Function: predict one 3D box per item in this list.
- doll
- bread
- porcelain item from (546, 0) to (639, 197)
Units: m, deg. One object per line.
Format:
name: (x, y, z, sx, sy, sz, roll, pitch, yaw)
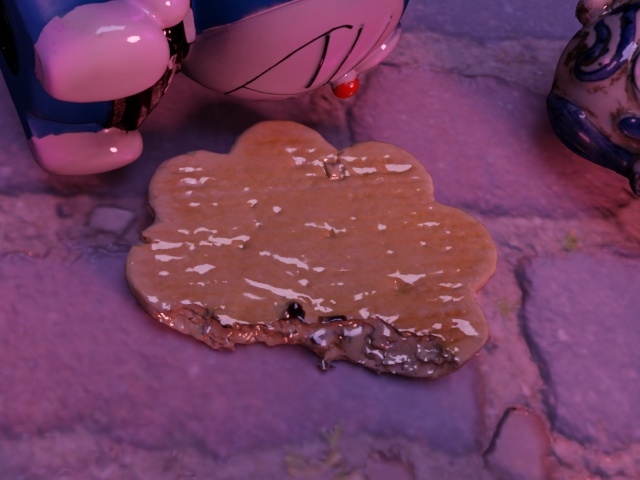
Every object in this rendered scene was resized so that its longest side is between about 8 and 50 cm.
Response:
doll: (-0.069, -0.194, 0.613, 0.310, 0.284, 0.240, -22, 96, -23)
bread: (0.000, 0.000, 0.637, 0.251, 0.039, 0.181, 11, 56, -4)
porcelain item: (0.319, -0.140, 0.698, 0.288, 0.138, 0.186, -29, 53, -13)
